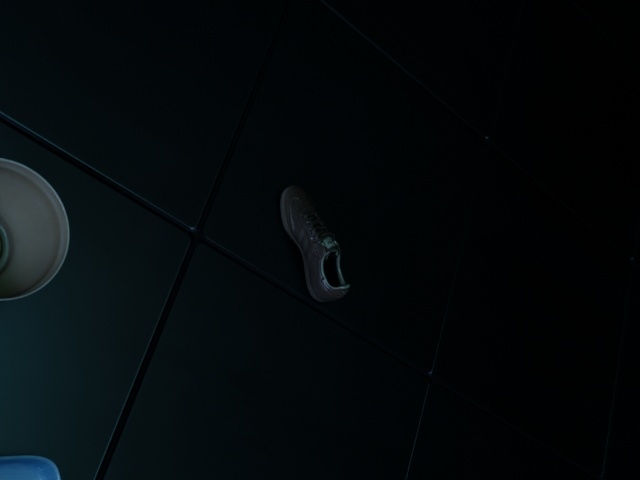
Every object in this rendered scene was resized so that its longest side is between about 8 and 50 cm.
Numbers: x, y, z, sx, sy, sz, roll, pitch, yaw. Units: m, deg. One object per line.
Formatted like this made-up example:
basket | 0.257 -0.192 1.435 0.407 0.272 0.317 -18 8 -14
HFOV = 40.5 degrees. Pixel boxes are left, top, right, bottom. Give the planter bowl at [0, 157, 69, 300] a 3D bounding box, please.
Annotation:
planter bowl | -0.387 -0.003 0.994 0.162 0.109 0.162 12 71 -37

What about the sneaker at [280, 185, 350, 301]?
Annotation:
sneaker | 0.000 0.000 1.332 0.066 0.071 0.188 -22 94 -40

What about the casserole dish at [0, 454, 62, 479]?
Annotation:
casserole dish | -0.378 0.302 0.973 0.188 0.037 0.114 6 76 -37
